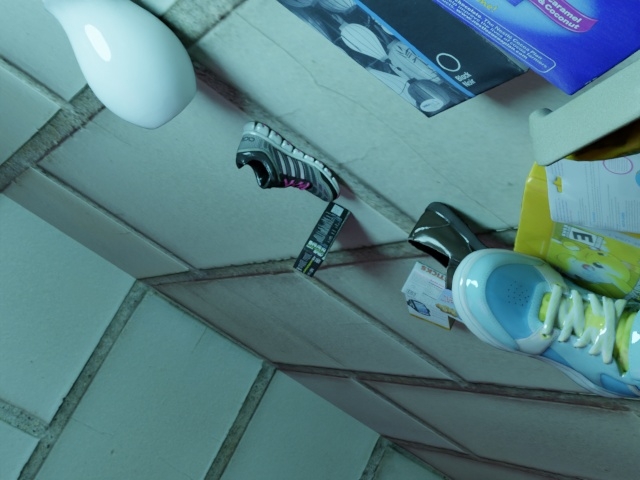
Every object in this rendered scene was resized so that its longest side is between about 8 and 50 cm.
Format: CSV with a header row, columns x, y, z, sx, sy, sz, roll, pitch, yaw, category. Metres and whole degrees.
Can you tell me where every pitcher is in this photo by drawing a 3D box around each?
x,y,z,sx,sy,sz,roll,pitch,yaw,category
-0.258,-0.248,1.118,0.207,0.125,0.178,51,174,-27,pitcher

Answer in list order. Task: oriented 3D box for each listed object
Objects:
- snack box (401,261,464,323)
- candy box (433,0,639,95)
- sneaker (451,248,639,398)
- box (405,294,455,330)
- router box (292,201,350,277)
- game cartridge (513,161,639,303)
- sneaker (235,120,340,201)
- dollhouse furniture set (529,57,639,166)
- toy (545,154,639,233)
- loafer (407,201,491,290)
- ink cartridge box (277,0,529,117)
x,y,z,sx,sy,sz,roll,pitch,yaw,category
0.222,0.099,1.432,0.178,0.022,0.064,27,137,4,snack box
0.146,-0.250,0.504,0.268,0.122,0.317,32,162,-8,candy box
0.321,0.093,1.012,0.319,0.127,0.208,25,166,-25,sneaker
0.189,0.108,1.532,0.081,0.028,0.136,21,158,20,box
0.000,0.000,1.412,0.038,0.092,0.122,29,161,-1,router box
0.385,0.036,1.026,0.323,0.053,0.285,24,161,18,game cartridge
-0.052,-0.094,1.265,0.170,0.075,0.063,34,161,-17,sneaker
0.300,-0.073,0.554,0.301,0.197,0.151,-33,73,65,dollhouse furniture set
0.340,-0.055,0.844,0.237,0.056,0.137,13,152,26,toy
0.199,0.047,1.168,0.220,0.078,0.080,46,169,24,loafer
0.026,-0.243,0.786,0.332,0.065,0.165,35,161,-16,ink cartridge box
